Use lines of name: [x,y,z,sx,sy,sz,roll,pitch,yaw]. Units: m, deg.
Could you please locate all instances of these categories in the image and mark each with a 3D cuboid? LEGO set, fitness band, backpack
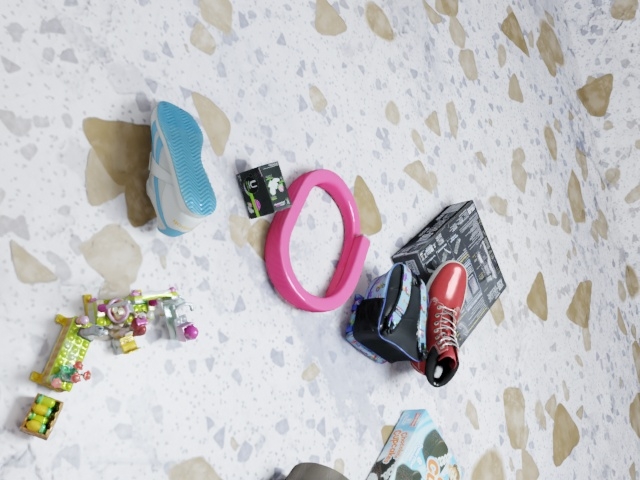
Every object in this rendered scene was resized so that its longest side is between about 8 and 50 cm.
LEGO set: [-0.273,0.133,0.929,0.287,0.107,0.132,-36,107,-47]
fitness band: [0.000,0.000,1.321,0.209,0.054,0.291,46,48,-30]
backpack: [0.140,0.139,1.391,0.158,0.116,0.173,36,55,-37]

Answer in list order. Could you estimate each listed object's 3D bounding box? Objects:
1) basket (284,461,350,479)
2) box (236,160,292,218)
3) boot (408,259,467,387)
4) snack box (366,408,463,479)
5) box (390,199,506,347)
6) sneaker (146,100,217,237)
basket: [-0.034,0.471,1.082,0.204,0.154,0.227,56,41,-23]
box: [-0.097,-0.087,1.226,0.052,0.062,0.083,-22,96,-51]
boot: [0.255,0.165,1.414,0.088,0.176,0.245,17,92,-8]
snack box: [0.163,0.505,1.359,0.187,0.060,0.322,60,43,-19]
box: [0.306,0.075,1.631,0.307,0.076,0.243,-38,108,-47]
sneaker: [-0.227,-0.114,1.073,0.087,0.092,0.229,17,47,-43]
